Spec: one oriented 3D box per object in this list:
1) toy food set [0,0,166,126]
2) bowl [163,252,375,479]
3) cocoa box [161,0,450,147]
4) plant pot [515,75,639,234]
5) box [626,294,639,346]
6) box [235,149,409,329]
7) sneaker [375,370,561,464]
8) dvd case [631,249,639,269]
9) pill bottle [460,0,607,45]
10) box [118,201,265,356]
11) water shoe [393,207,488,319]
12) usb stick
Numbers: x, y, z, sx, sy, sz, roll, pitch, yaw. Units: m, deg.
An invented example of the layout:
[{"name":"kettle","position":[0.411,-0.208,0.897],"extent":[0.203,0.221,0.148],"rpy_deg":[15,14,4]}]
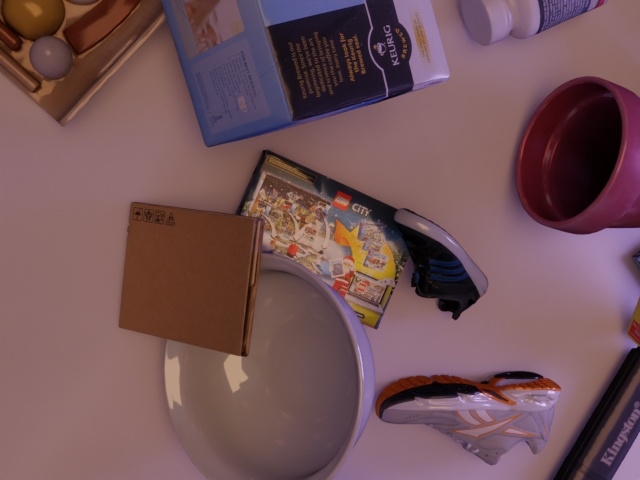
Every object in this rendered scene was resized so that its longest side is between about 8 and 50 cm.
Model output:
[{"name":"toy food set","position":[-0.347,-0.316,1.053],"extent":[0.306,0.092,0.220],"rpy_deg":[43,85,-12]},{"name":"bowl","position":[-0.043,0.163,1.099],"extent":[0.297,0.134,0.298],"rpy_deg":[0,90,32]},{"name":"cocoa box","position":[-0.044,-0.308,1.018],"extent":[0.227,0.231,0.347],"rpy_deg":[-21,99,-30]},{"name":"plant pot","position":[0.392,-0.098,1.183],"extent":[0.180,0.201,0.201],"rpy_deg":[13,91,-28]},{"name":"box","position":[0.487,0.061,1.195],"extent":[0.058,0.087,0.232],"rpy_deg":[-17,134,-22]},{"name":"box","position":[0.000,0.000,1.171],"extent":[0.233,0.044,0.159],"rpy_deg":[24,89,-12]},{"name":"sneaker","position":[0.203,0.250,1.208],"extent":[0.262,0.099,0.121],"rpy_deg":[1,98,-11]},{"name":"dvd case","position":[0.523,0.022,1.298],"extent":[0.119,0.013,0.087],"rpy_deg":[-39,100,-6]},{"name":"pill bottle","position":[0.283,-0.329,1.175],"extent":[0.180,0.108,0.108],"rpy_deg":[-25,98,-9]},{"name":"box","position":[-0.162,0.044,1.085],"extent":[0.201,0.021,0.165],"rpy_deg":[8,93,32]},{"name":"water shoe","position":[0.150,0.037,1.158],"extent":[0.080,0.073,0.203],"rpy_deg":[-52,128,-4]},{"name":"usb stick","position":[0.414,0.282,1.277],"extent":[0.077,0.045,0.278],"rpy_deg":[33,87,-11]}]
